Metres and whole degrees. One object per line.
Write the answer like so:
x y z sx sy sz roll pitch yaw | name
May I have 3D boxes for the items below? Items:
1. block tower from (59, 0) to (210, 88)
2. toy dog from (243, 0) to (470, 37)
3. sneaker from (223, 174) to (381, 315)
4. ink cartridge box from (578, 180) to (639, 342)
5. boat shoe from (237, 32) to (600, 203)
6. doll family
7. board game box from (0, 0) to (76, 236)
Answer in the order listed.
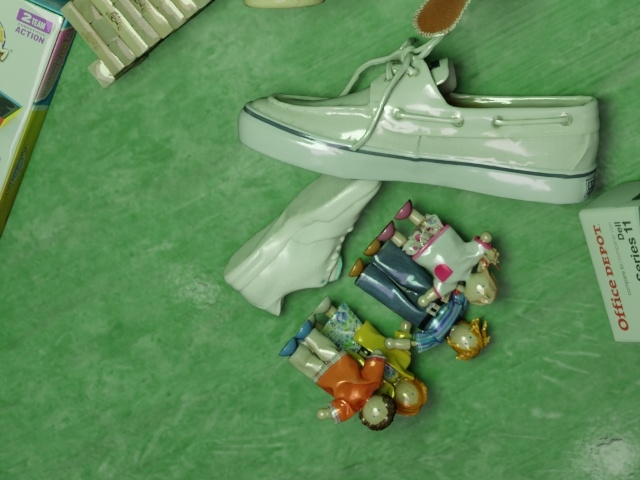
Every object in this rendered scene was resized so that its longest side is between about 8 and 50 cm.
-0.116 -0.295 1.863 0.335 0.091 0.097 -38 96 18 | block tower
0.062 -0.292 1.694 0.333 0.161 0.220 -19 103 17 | toy dog
0.000 0.000 1.946 0.212 0.080 0.094 -39 109 25 | sneaker
0.374 0.019 1.809 0.208 0.087 0.153 -4 109 49 | ink cartridge box
0.103 -0.140 1.843 0.367 0.136 0.156 9 108 5 | boat shoe
0.088 0.088 1.940 0.163 0.118 0.263 40 91 0 | doll family
-0.420 -0.154 1.978 0.242 0.064 0.316 25 110 3 | board game box
